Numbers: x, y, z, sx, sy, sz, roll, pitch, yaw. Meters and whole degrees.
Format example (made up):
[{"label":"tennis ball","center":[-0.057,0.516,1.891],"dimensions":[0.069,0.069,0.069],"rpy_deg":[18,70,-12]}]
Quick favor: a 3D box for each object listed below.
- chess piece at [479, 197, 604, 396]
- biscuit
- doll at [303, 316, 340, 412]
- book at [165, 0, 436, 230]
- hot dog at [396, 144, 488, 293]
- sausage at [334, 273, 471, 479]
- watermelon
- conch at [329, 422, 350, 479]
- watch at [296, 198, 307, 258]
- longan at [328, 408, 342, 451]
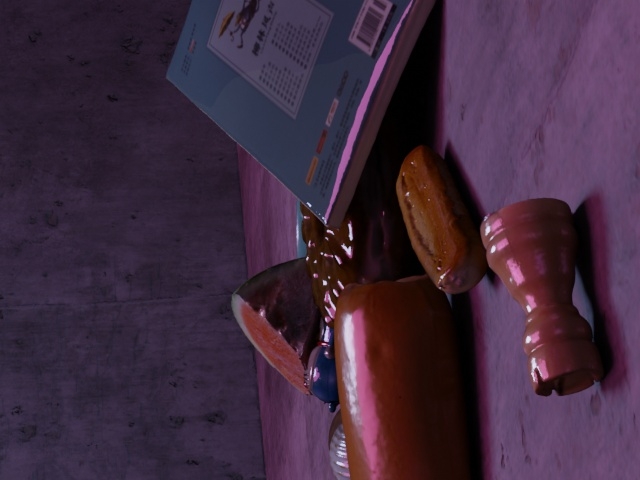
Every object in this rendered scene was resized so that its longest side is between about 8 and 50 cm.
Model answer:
[{"label":"chess piece","center":[0.150,0.039,0.945],"dimensions":[0.066,0.066,0.122],"rpy_deg":[103,156,-65]},{"label":"biscuit","center":[0.038,-0.058,1.597],"dimensions":[0.332,0.103,0.332],"rpy_deg":[176,90,-82]},{"label":"doll","center":[0.024,0.150,1.880],"dimensions":[0.114,0.085,0.152],"rpy_deg":[13,-97,-74]},{"label":"book","center":[-0.037,-0.214,1.503],"dimensions":[0.379,0.031,0.264],"rpy_deg":[45,119,45]},{"label":"hot dog","center":[0.108,-0.015,1.281],"dimensions":[0.066,0.047,0.216],"rpy_deg":[-51,24,17]},{"label":"sausage","center":[0.084,0.211,1.327],"dimensions":[0.134,0.116,0.354],"rpy_deg":[-8,88,56]},{"label":"watermelon","center":[-0.018,0.100,1.963],"dimensions":[0.128,0.146,0.231],"rpy_deg":[30,158,32]},{"label":"conch","center":[0.071,0.189,1.454],"dimensions":[0.135,0.102,0.153],"rpy_deg":[-68,2,-67]},{"label":"watch","center":[0.000,0.000,2.087],"dimensions":[0.237,0.068,0.195],"rpy_deg":[138,131,-86]},{"label":"longan","center":[0.065,0.218,1.566],"dimensions":[0.119,0.106,0.106],"rpy_deg":[-22,65,38]}]
